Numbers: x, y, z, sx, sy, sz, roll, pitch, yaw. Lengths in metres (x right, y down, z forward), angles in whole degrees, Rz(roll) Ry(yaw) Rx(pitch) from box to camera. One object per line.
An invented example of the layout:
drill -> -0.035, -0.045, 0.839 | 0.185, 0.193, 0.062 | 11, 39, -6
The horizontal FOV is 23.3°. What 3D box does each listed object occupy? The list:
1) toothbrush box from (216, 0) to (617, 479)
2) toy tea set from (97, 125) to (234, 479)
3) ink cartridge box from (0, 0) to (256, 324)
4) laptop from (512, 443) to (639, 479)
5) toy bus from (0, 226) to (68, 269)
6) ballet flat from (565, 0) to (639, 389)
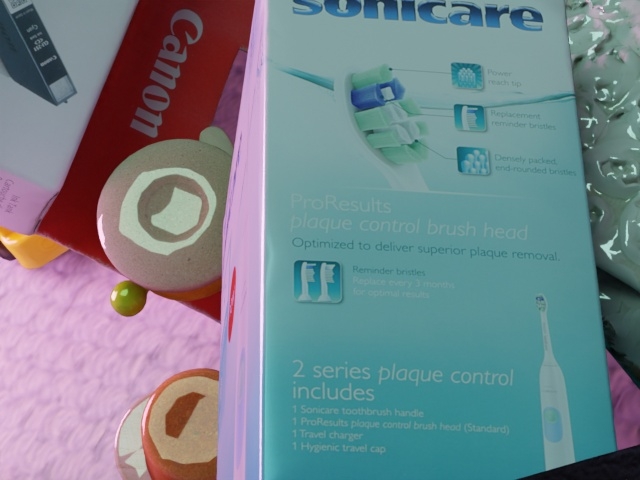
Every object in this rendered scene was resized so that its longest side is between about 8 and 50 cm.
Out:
toothbrush box -> 0.025, 0.061, 0.622 | 0.126, 0.216, 0.296 | 4, 59, -6
toy tea set -> 0.000, 0.000, 0.864 | 0.336, 0.124, 0.200 | -42, 73, -10
ink cartridge box -> -0.123, -0.132, 0.931 | 0.066, 0.261, 0.296 | -47, 23, 55
laptop -> 0.176, 0.165, 0.395 | 0.264, 0.136, 0.234 | 6, 60, -12
toy bus -> -0.221, -0.120, 1.010 | 0.149, 0.211, 0.220 | -38, 45, -3
ballet flat -> 0.173, -0.105, 0.743 | 0.147, 0.147, 0.409 | -19, 37, 18
